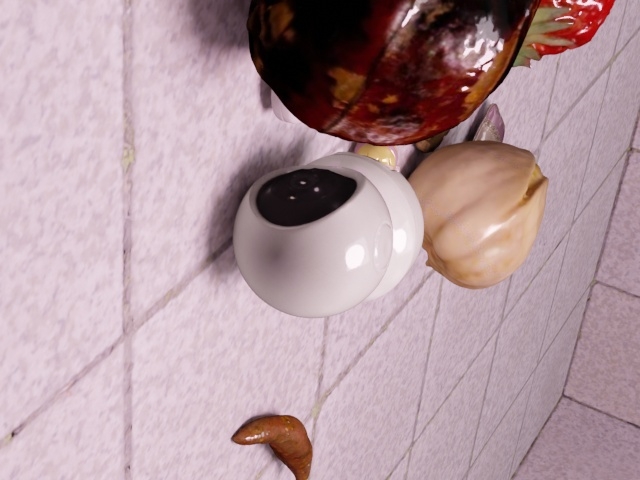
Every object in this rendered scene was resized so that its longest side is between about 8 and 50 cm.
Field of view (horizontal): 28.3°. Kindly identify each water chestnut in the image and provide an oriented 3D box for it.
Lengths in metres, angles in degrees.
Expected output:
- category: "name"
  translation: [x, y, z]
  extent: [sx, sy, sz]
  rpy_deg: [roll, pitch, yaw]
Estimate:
- category: "water chestnut"
  translation: [0.032, -0.264, 1.241]
  extent: [0.335, 0.347, 0.335]
  rpy_deg: [-167, -90, -69]

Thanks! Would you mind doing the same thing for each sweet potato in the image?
- category: "sweet potato"
  translation: [-0.055, 0.290, 1.839]
  extent: [0.078, 0.058, 0.255]
  rpy_deg: [-45, 153, -3]

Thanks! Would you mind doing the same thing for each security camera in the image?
- category: "security camera"
  translation: [0.000, 0.000, 1.495]
  extent: [0.236, 0.194, 0.194]
  rpy_deg: [-24, 132, -62]

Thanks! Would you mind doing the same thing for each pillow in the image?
- category: "pillow"
  translation: [0.268, -0.131, 2.249]
  extent: [0.233, 0.038, 0.131]
  rpy_deg: [-60, 155, -15]

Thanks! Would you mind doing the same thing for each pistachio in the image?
- category: "pistachio"
  translation: [0.246, -0.050, 2.018]
  extent: [0.229, 0.238, 0.321]
  rpy_deg: [61, 25, -9]

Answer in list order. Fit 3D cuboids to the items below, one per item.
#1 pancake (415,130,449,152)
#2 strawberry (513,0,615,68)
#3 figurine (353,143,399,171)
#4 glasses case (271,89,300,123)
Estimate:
- category: "pancake"
  translation: [0.188, -0.227, 1.980]
  extent: [0.199, 0.021, 0.199]
  rpy_deg: [-51, 152, -40]
- category: "strawberry"
  translation: [0.241, -0.384, 1.622]
  extent: [0.292, 0.291, 0.310]
  rpy_deg: [49, 39, -67]
- category: "figurine"
  translation: [0.064, -0.068, 1.767]
  extent: [0.083, 0.083, 0.187]
  rpy_deg: [-21, 123, -63]
- category: "glasses case"
  translation: [0.013, -0.222, 1.491]
  extent: [0.233, 0.059, 0.092]
  rpy_deg: [-50, 151, -38]
